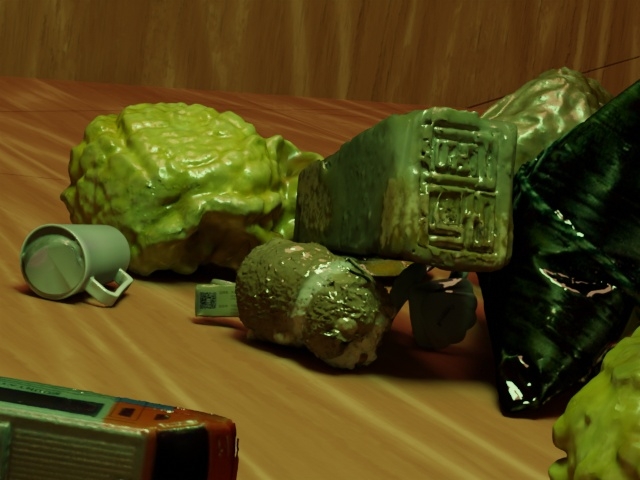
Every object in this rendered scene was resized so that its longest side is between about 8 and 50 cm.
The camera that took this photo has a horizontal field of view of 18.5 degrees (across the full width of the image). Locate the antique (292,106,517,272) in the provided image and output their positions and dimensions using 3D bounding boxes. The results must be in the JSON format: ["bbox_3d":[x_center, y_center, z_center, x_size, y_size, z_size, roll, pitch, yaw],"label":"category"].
[{"bbox_3d":[0.072,-0.034,1.915,0.125,0.150,0.284,9,-9,-23],"label":"antique"}]

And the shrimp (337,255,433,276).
[{"bbox_3d":[0.000,0.000,2.293,0.262,0.051,0.198,19,16,33],"label":"shrimp"}]

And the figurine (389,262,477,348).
[{"bbox_3d":[0.113,0.058,1.982,0.082,0.094,0.086,37,3,-10],"label":"figurine"}]

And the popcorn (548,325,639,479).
[{"bbox_3d":[0.285,0.144,1.371,0.266,0.192,0.233,-23,23,-12],"label":"popcorn"}]

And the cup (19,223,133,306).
[{"bbox_3d":[-0.233,0.027,1.978,0.104,0.074,0.116,37,16,17],"label":"cup"}]

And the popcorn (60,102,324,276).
[{"bbox_3d":[-0.145,-0.046,2.141,0.286,0.174,0.225,16,27,11],"label":"popcorn"}]

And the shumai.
[{"bbox_3d":[0.347,-0.055,2.251,0.262,0.267,0.314,15,19,42],"label":"shumai"}]

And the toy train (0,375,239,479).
[{"bbox_3d":[-0.263,0.136,1.346,0.409,0.086,0.089,9,12,4],"label":"toy train"}]

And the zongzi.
[{"bbox_3d":[0.284,-0.030,1.900,0.319,0.362,0.383,29,13,9],"label":"zongzi"}]

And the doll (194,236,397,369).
[{"bbox_3d":[-0.022,0.056,1.885,0.105,0.115,0.221,-16,18,-42],"label":"doll"}]
